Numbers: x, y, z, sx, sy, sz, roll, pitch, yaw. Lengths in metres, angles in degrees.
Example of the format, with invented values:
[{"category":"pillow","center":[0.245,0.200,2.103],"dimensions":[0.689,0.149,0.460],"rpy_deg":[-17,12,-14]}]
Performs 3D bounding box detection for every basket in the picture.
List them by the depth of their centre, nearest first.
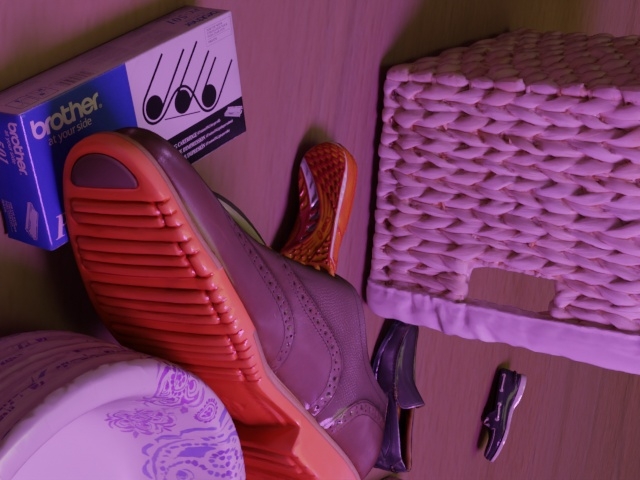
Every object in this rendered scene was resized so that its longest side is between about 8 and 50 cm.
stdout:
[{"category":"basket","center":[0.259,-0.059,1.143],"dimensions":[0.331,0.328,0.266],"rpy_deg":[-26,120,-50]}]

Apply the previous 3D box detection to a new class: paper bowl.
[{"category":"paper bowl","center":[-0.187,0.197,0.710],"dimensions":[0.284,0.148,0.284],"rpy_deg":[-27,124,-51]}]

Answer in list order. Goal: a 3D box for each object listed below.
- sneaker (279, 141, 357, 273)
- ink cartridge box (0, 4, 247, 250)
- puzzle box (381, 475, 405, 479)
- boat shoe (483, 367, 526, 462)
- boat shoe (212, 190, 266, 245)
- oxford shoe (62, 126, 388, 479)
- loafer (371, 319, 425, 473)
[{"category":"sneaker","center":[0.000,0.000,1.007],"dimensions":[0.067,0.064,0.175],"rpy_deg":[22,87,-68]},{"category":"ink cartridge box","center":[-0.135,-0.084,0.774],"dimensions":[0.207,0.046,0.097],"rpy_deg":[-38,132,-43]},{"category":"puzzle box","center":[0.002,0.485,1.222],"dimensions":[0.272,0.052,0.409],"rpy_deg":[-10,111,-56]},{"category":"boat shoe","center":[0.238,0.232,1.496],"dimensions":[0.046,0.038,0.125],"rpy_deg":[140,-30,-89]},{"category":"boat shoe","center":[-0.075,0.073,0.912],"dimensions":[0.112,0.095,0.335],"rpy_deg":[-36,133,-11]},{"category":"oxford shoe","center":[-0.053,0.047,0.786],"dimensions":[0.133,0.130,0.364],"rpy_deg":[-56,136,-32]},{"category":"loafer","center":[0.088,0.168,1.211],"dimensions":[0.062,0.061,0.170],"rpy_deg":[-2,104,-56]}]
